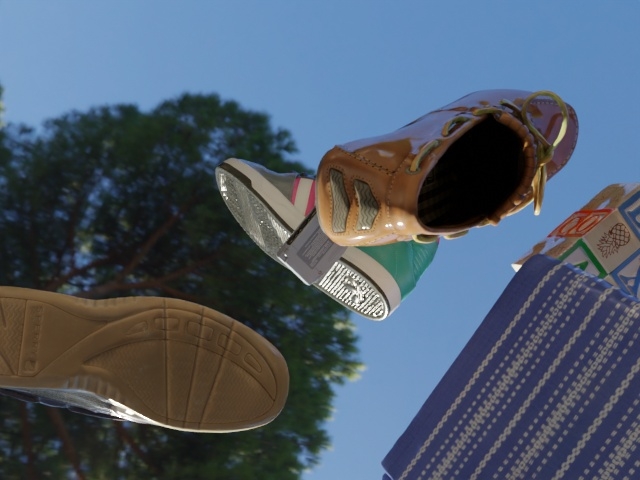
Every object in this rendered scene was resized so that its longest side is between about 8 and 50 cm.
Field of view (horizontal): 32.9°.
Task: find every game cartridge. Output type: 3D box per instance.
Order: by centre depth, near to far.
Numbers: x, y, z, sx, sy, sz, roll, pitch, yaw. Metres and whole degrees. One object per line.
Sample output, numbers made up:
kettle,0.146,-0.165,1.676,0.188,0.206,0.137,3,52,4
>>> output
game cartridge,0.000,0.000,1.064,0.083,0.056,0.017,-50,-150,-9

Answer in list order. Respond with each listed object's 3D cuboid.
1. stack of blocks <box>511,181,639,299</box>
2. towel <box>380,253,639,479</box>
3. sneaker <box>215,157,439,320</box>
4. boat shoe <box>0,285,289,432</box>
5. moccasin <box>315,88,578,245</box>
stack of blocks,0.311,0.112,1.018,0.171,0.087,0.297,-38,-82,-9
towel,0.179,0.151,0.781,0.243,0.040,0.336,-56,-155,1
sneaker,0.028,-0.046,1.290,0.295,0.123,0.178,36,-120,28
boat shoe,-0.169,0.096,0.887,0.285,0.092,0.102,9,-100,-15
moccasin,0.160,-0.078,1.060,0.147,0.380,0.139,9,-76,38
